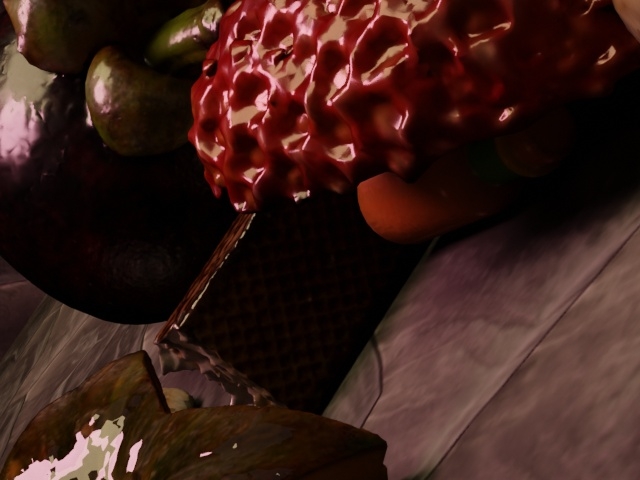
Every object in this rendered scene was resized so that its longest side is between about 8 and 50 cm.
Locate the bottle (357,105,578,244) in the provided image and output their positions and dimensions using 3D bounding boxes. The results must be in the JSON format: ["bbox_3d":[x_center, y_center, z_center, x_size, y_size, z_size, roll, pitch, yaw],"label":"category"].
[{"bbox_3d":[0.087,-0.044,0.973,0.069,0.069,0.187,-57,15,-20],"label":"bottle"}]

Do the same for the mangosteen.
[{"bbox_3d":[-0.160,-0.087,1.420,0.330,0.330,0.330,-50,12,14],"label":"mangosteen"}]

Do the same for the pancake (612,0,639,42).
[{"bbox_3d":[0.256,-0.217,0.630,0.382,0.071,0.382,-47,-3,-4],"label":"pancake"}]

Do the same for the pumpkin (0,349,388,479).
[{"bbox_3d":[-0.113,0.173,0.891,0.258,0.095,0.290,-53,30,-19],"label":"pumpkin"}]

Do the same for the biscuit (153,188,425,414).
[{"bbox_3d":[0.000,0.000,1.081,0.252,0.106,0.070,-56,11,-17],"label":"biscuit"}]

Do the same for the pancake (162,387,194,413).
[{"bbox_3d":[-0.182,0.215,1.341,0.253,0.037,0.253,-50,11,14],"label":"pancake"}]

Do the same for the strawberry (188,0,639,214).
[{"bbox_3d":[0.058,-0.138,0.909,0.336,0.149,0.265,-23,15,27],"label":"strawberry"}]
